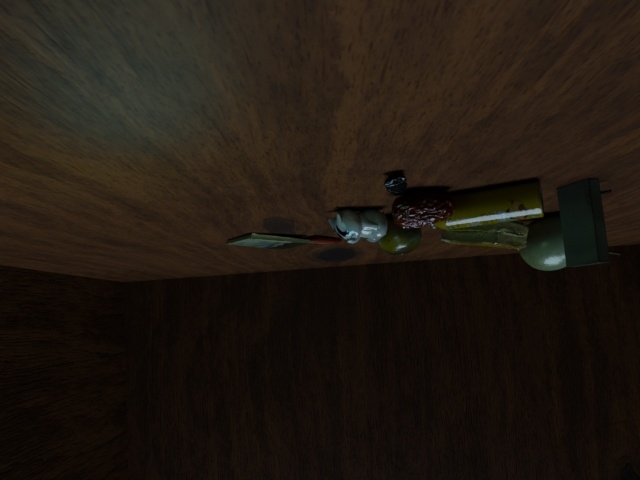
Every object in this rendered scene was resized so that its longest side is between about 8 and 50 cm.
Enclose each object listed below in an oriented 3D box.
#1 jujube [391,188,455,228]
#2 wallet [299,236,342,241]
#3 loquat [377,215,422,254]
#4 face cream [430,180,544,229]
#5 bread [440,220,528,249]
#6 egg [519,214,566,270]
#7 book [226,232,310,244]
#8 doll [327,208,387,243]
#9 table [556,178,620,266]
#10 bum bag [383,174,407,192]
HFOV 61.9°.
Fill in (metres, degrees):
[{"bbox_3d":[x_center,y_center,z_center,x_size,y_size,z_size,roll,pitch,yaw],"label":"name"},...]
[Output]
[{"bbox_3d":[0.287,-0.093,1.498,0.176,0.109,0.112,-12,-151,0],"label":"jujube"},{"bbox_3d":[0.000,0.000,2.317,0.103,0.020,0.196,-9,171,34],"label":"wallet"},{"bbox_3d":[0.272,-0.017,1.892,0.152,0.152,0.195,-1,164,-22],"label":"loquat"},{"bbox_3d":[0.455,-0.094,1.548,0.349,0.105,0.105,-7,172,26],"label":"face cream"},{"bbox_3d":[0.621,-0.028,2.015,0.239,0.111,0.246,6,179,-43],"label":"bread"},{"bbox_3d":[0.940,0.004,2.127,0.295,0.218,0.218,-20,164,35],"label":"egg"},{"bbox_3d":[-0.213,0.006,2.187,0.289,0.026,0.201,5,170,-38],"label":"book"},{"bbox_3d":[0.125,-0.047,1.707,0.181,0.106,0.110,-2,164,-19],"label":"doll"},{"bbox_3d":[0.789,-0.048,1.557,0.111,0.240,0.121,-1,173,-20],"label":"table"},{"bbox_3d":[0.185,-0.140,1.316,0.058,0.034,0.124,-15,171,9],"label":"bum bag"}]
